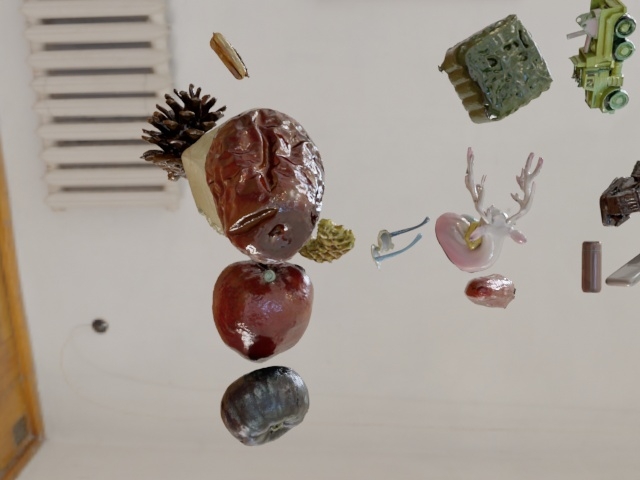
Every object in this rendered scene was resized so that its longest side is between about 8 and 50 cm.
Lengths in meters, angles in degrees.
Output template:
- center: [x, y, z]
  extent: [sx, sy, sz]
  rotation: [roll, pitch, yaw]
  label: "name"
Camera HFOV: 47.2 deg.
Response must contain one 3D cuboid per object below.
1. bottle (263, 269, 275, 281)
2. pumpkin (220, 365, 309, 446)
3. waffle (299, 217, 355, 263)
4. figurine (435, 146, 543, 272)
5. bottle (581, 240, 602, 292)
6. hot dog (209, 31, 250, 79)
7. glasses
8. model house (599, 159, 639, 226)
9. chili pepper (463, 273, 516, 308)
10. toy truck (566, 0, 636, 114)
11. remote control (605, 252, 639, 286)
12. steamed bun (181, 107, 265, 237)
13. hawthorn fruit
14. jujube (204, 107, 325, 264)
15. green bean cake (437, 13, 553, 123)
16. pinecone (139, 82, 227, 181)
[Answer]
- center: [-0.121, 0.085, 1.742]
  extent: [0.083, 0.030, 0.030]
  rotation: [131, -41, -85]
  label: "bottle"
- center: [-0.139, 0.414, 1.853]
  extent: [0.163, 0.233, 0.233]
  rotation: [59, -11, 27]
  label: "pumpkin"
- center: [-0.001, 0.003, 1.858]
  extent: [0.194, 0.149, 0.051]
  rotation: [-33, -143, 55]
  label: "waffle"
- center: [0.436, -0.082, 1.965]
  extent: [0.316, 0.206, 0.284]
  rotation: [144, -49, -66]
  label: "figurine"
- center: [0.732, 0.071, 1.980]
  extent: [0.053, 0.053, 0.140]
  rotation: [-40, 130, -86]
  label: "bottle"
- center: [-0.210, -0.430, 1.705]
  extent: [0.133, 0.041, 0.056]
  rotation: [53, -30, -4]
  label: "hot dog"
- center: [0.266, -0.016, 2.524]
  extent: [0.220, 0.088, 0.189]
  rotation: [-41, -173, 37]
  label: "glasses"
- center: [0.879, -0.124, 2.024]
  extent: [0.141, 0.203, 0.164]
  rotation: [50, -24, -16]
  label: "model house"
- center: [0.527, 0.157, 2.360]
  extent: [0.136, 0.144, 0.253]
  rotation: [-50, 155, 12]
  label: "chili pepper"
- center: [0.641, -0.426, 1.703]
  extent: [0.128, 0.135, 0.259]
  rotation: [-92, 168, -52]
  label: "toy truck"
- center: [0.752, 0.061, 1.715]
  extent: [0.261, 0.067, 0.029]
  rotation: [-23, 107, -41]
  label: "remote control"
- center: [-0.141, -0.143, 1.670]
  extent: [0.290, 0.272, 0.273]
  rotation: [-46, 130, -19]
  label: "steamed bun"
- center: [-0.161, 0.193, 1.923]
  extent: [0.265, 0.265, 0.307]
  rotation: [-86, -171, -57]
  label: "hawthorn fruit"
- center: [-0.100, -0.099, 1.299]
  extent: [0.342, 0.216, 0.216]
  rotation: [-105, -171, -50]
  label: "jujube"
- center: [0.510, -0.491, 2.121]
  extent: [0.249, 0.247, 0.156]
  rotation: [60, -12, -10]
  label: "green bean cake"
- center: [-0.338, -0.276, 1.915]
  extent: [0.264, 0.264, 0.264]
  rotation: [-1, 90, -87]
  label: "pinecone"
